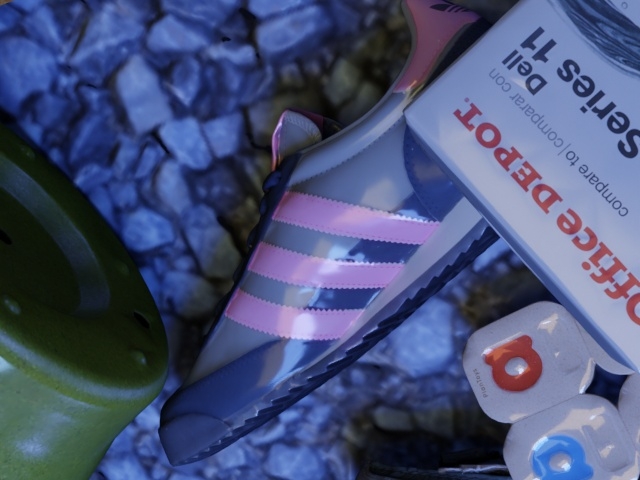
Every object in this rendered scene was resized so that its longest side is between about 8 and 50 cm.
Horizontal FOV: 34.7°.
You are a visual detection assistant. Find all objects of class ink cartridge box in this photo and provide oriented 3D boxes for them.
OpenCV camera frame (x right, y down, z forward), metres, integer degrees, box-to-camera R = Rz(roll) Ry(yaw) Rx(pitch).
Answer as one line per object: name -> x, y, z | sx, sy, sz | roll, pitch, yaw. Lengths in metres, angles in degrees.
ink cartridge box -> 0.159, -0.066, 0.437 | 0.208, 0.087, 0.153 | -43, 84, 8

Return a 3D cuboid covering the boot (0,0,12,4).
boot -> -0.282, -0.211, 0.575 | 0.295, 0.104, 0.211 | 2, 126, 28

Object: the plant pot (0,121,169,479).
plant pot -> -0.286, 0.102, 0.568 | 0.353, 0.366, 0.366 | -40, 96, 10

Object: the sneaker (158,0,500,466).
sneaker -> 0.000, 0.000, 0.590 | 0.319, 0.112, 0.131 | -43, 79, 17

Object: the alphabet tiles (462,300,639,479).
alphabet tiles -> 0.228, 0.074, 0.536 | 0.278, 0.021, 0.284 | -28, 75, 18

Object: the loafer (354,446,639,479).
loafer -> 0.152, 0.163, 0.622 | 0.268, 0.096, 0.084 | 12, 72, 6
